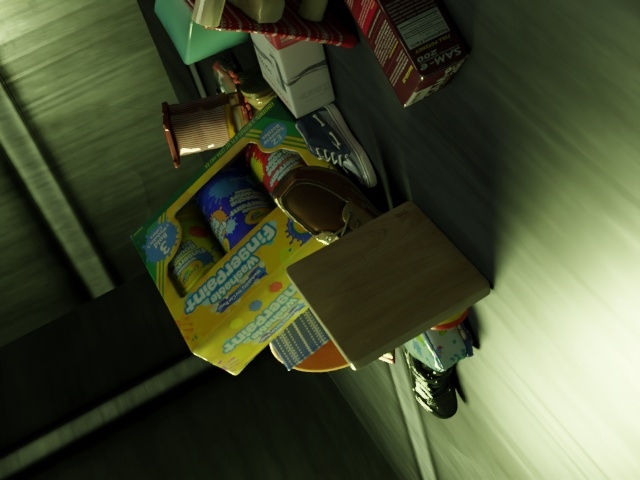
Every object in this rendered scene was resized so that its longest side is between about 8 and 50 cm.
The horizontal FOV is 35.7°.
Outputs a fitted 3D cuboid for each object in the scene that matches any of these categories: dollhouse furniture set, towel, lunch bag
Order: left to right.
[{"bbox_3d":[-0.237,-0.171,2.400,0.152,0.201,0.374,-107,3,-58],"label":"dollhouse furniture set"},{"bbox_3d":[-0.094,-0.367,1.581,0.199,0.274,0.031,53,133,44],"label":"towel"},{"bbox_3d":[0.000,0.080,2.089,0.243,0.336,0.040,57,-163,20],"label":"towel"},{"bbox_3d":[0.196,0.144,1.879,0.176,0.090,0.219,63,170,-11],"label":"lunch bag"}]

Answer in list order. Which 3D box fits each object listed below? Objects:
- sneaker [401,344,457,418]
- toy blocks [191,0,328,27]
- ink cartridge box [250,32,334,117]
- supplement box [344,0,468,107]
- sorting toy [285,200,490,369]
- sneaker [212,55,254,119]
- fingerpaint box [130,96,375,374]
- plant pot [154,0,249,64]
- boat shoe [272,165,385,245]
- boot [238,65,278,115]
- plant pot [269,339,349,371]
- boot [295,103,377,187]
[{"bbox_3d":[0.237,0.288,2.066,0.130,0.087,0.228,-128,18,-72],"label":"sneaker"},{"bbox_3d":[-0.110,-0.502,1.498,0.288,0.308,0.260,41,127,33],"label":"toy blocks"},{"bbox_3d":[-0.061,-0.360,1.835,0.159,0.092,0.218,54,169,39],"label":"ink cartridge box"},{"bbox_3d":[0.090,-0.304,1.272,0.240,0.073,0.130,62,171,5],"label":"supplement box"},{"bbox_3d":[0.114,0.088,1.662,0.255,0.257,0.089,52,166,45],"label":"sorting toy"},{"bbox_3d":[-0.239,-0.348,2.642,0.276,0.135,0.097,68,170,-23],"label":"sneaker"},{"bbox_3d":[-0.135,-0.015,2.043,0.163,0.445,0.371,38,-168,-49],"label":"fingerpaint box"},{"bbox_3d":[-0.253,-0.536,2.168,0.166,0.165,0.234,60,162,13],"label":"plant pot"},{"bbox_3d":[0.058,-0.026,1.796,0.324,0.123,0.120,28,-162,-37],"label":"boat shoe"},{"bbox_3d":[-0.099,-0.262,2.320,0.236,0.089,0.270,-109,-4,-68],"label":"boot"},{"bbox_3d":[0.004,0.154,2.427,0.291,0.290,0.204,72,-178,-46],"label":"plant pot"},{"bbox_3d":[0.029,-0.167,1.902,0.190,0.086,0.069,59,169,18],"label":"boot"}]
